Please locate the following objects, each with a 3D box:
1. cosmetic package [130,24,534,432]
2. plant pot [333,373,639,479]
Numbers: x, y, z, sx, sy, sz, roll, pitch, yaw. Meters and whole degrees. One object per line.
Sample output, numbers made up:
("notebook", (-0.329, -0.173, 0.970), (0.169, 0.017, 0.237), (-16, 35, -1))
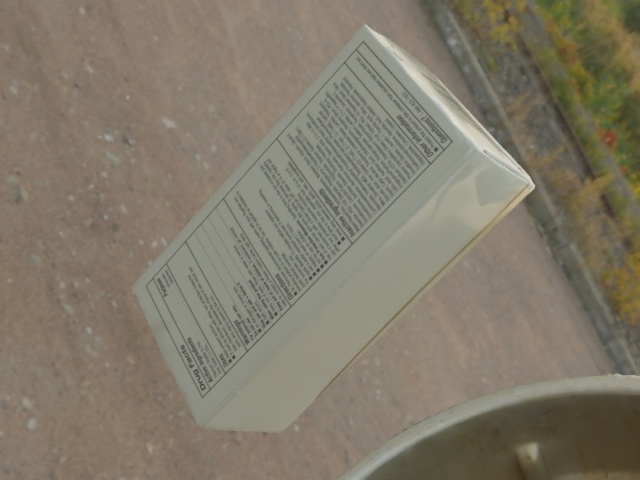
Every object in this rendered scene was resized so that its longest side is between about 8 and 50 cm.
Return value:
("cosmetic package", (0.000, 0.000, 0.734), (0.113, 0.309, 0.160), (19, 31, -51))
("plant pot", (0.154, 0.293, 0.440), (0.334, 0.334, 0.305), (-85, 154, -53))
